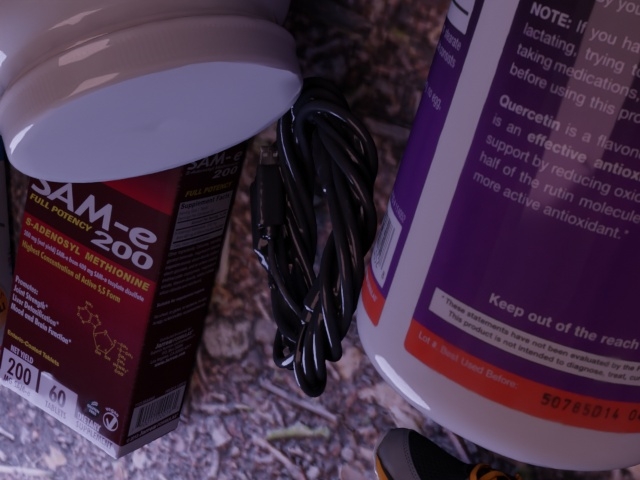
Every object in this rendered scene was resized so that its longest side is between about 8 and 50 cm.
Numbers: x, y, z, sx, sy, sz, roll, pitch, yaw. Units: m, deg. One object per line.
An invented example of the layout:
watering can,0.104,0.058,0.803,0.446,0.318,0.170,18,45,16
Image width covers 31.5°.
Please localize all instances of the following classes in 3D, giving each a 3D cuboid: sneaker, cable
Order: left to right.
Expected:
cable,0.000,0.000,0.677,0.150,0.047,0.184,149,122,-64
sneaker,0.125,0.176,0.677,0.215,0.084,0.083,37,105,16

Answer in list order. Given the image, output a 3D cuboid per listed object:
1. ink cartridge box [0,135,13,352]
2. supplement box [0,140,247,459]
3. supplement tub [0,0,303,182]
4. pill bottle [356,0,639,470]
ink cartridge box,-0.358,0.007,0.879,0.168,0.171,0.232,9,107,31
supplement box,-0.146,0.018,0.807,0.130,0.073,0.239,26,113,26
supplement tub,-0.127,-0.189,0.649,0.191,0.191,0.272,-25,77,34
pill bottle,0.141,-0.065,0.539,0.181,0.181,0.323,27,115,24
